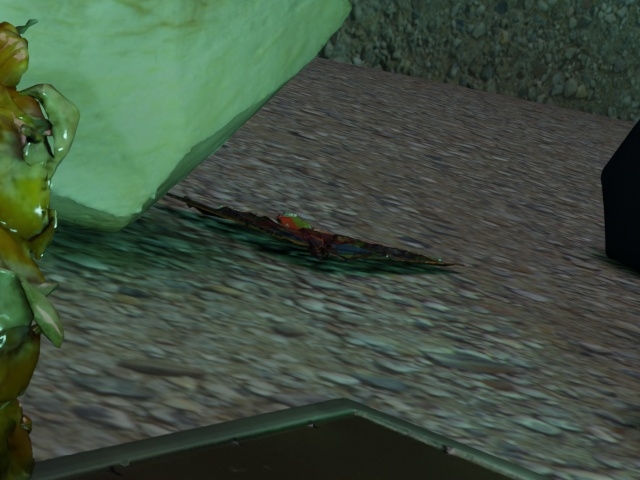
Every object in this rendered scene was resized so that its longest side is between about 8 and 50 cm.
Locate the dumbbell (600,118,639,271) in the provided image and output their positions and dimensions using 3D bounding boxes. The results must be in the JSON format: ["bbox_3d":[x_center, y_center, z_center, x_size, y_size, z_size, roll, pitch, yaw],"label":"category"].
[{"bbox_3d":[0.408,-0.021,1.568,0.316,0.156,0.144,9,-19,-28],"label":"dumbbell"}]

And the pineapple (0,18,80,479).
[{"bbox_3d":[-0.169,0.008,0.589,0.114,0.236,0.186,12,-30,-37],"label":"pineapple"}]

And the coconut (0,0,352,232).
[{"bbox_3d":[-0.170,-0.202,1.076,0.415,0.415,0.344,11,34,-17],"label":"coconut"}]

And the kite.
[{"bbox_3d":[0.000,0.000,1.249,0.241,0.014,0.183,12,7,-14],"label":"kite"}]

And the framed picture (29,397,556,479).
[{"bbox_3d":[0.033,0.113,0.658,0.217,0.017,0.274,20,11,29],"label":"framed picture"}]
